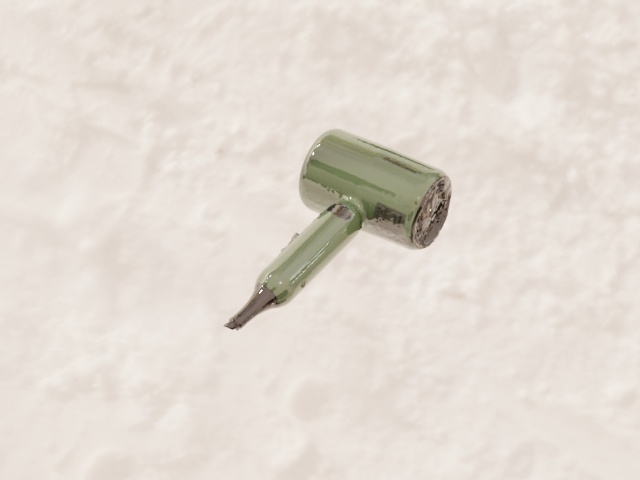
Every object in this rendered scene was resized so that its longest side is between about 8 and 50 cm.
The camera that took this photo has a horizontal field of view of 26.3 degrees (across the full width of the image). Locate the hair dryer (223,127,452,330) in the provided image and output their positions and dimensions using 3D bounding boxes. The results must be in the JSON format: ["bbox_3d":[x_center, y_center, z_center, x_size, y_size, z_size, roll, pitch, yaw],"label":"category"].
[{"bbox_3d":[0.000,0.000,0.678,0.150,0.071,0.047,-43,145,-41],"label":"hair dryer"}]
